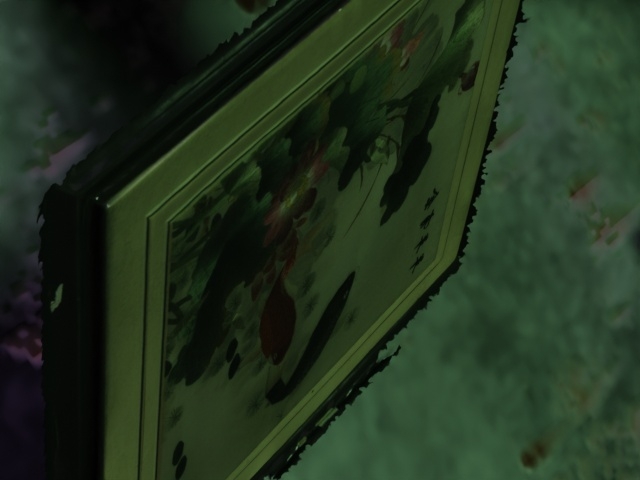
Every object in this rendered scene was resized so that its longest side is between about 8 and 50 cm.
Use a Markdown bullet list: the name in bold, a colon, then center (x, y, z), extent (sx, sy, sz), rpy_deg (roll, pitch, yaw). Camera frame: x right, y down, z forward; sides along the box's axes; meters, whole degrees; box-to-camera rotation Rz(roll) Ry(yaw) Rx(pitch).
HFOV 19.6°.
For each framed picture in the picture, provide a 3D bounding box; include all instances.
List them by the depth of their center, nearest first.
- **framed picture**: center (0.000, 0.000, 0.462), extent (0.010, 0.195, 0.199), rpy_deg (32, 53, 19)
